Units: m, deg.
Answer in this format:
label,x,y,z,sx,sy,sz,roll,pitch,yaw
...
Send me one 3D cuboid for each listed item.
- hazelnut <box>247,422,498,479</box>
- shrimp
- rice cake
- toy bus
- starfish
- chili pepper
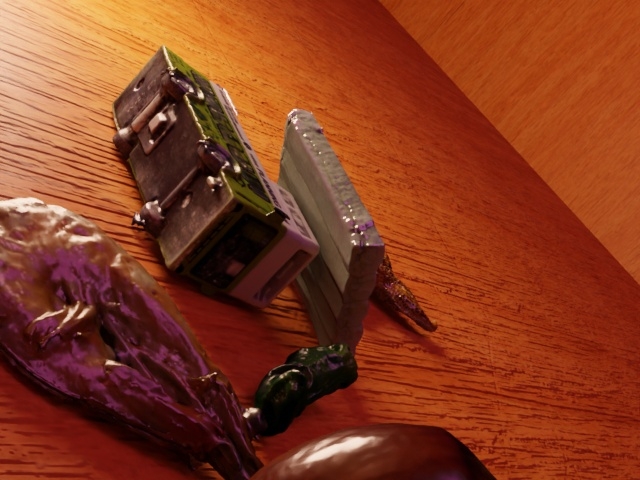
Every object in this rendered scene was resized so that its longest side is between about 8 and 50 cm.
label,x,y,z,sx,sy,sz,roll,pitch,yaw
hazelnut,0.019,0.205,0.622,0.208,0.208,0.208,38,19,-15
shrimp,-0.139,0.082,0.752,0.294,0.062,0.154,41,30,4
rice cake,0.000,0.000,1.057,0.037,0.189,0.198,-8,40,-22
toy bus,-0.115,-0.071,1.061,0.139,0.113,0.302,33,19,-39
starfish,0.055,0.031,1.290,0.240,0.043,0.227,41,19,-13
chili pepper,-0.020,0.121,0.876,0.050,0.073,0.182,67,14,1
